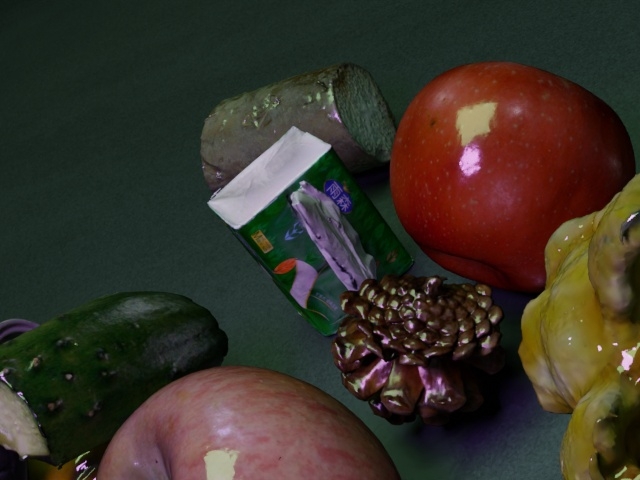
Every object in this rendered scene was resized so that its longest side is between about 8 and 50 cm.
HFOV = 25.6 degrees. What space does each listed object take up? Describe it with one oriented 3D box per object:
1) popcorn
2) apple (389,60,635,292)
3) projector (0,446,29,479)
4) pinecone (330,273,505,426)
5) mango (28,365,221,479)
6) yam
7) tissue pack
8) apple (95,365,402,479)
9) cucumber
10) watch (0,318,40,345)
[{"bbox_3d":[0.305,0.057,1.154,0.321,0.326,0.290,-39,31,12],"label":"popcorn"},{"bbox_3d":[0.196,-0.066,1.504,0.260,0.260,0.216,10,77,52],"label":"apple"},{"bbox_3d":[-0.577,0.250,1.493,0.405,0.242,0.395,-24,52,-35],"label":"projector"},{"bbox_3d":[0.100,0.112,1.444,0.179,0.195,0.149,4,75,0],"label":"pinecone"},{"bbox_3d":[-0.218,0.227,1.644,0.253,0.182,0.365,-32,19,19],"label":"mango"},{"bbox_3d":[-0.033,-0.146,1.940,0.268,0.161,0.161,-12,39,37],"label":"yam"},{"bbox_3d":[0.002,0.000,1.665,0.148,0.209,0.156,-42,33,-8],"label":"tissue pack"},{"bbox_3d":[-0.081,0.268,1.335,0.345,0.269,0.344,-27,34,19],"label":"apple"},{"bbox_3d":[-0.215,0.122,1.482,0.145,0.105,0.325,12,23,37],"label":"cucumber"},{"bbox_3d":[-0.425,0.238,1.827,0.196,0.244,0.231,-17,15,27],"label":"watch"}]
